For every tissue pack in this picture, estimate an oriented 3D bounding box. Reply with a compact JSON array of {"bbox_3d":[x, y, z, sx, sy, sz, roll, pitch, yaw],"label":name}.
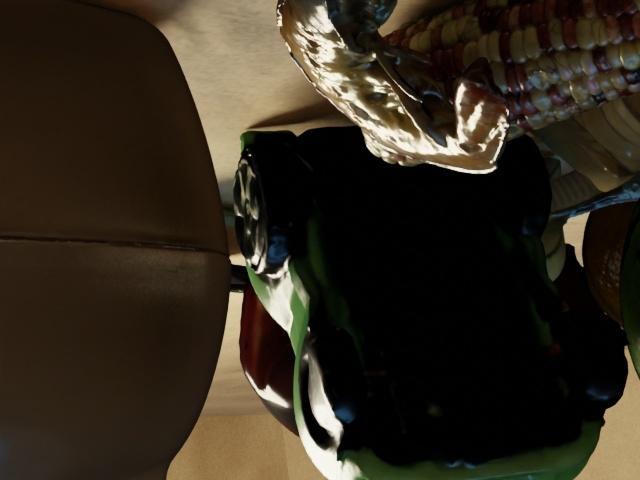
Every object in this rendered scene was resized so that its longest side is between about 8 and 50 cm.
[{"bbox_3d":[-0.244,0.039,0.862,0.387,0.277,0.267,-17,163,39],"label":"tissue pack"}]

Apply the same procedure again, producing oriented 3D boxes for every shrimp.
[{"bbox_3d":[0.039,-0.102,0.755,0.143,0.052,0.251,37,168,10],"label":"shrimp"}]

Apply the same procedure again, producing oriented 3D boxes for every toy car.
[{"bbox_3d":[0.056,0.036,1.080,0.213,0.358,0.176,-6,142,-17],"label":"toy car"}]

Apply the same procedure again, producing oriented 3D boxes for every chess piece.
[{"bbox_3d":[0.199,-0.085,1.025,0.090,0.090,0.200,-5,172,-13],"label":"chess piece"}]

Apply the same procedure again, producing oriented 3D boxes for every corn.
[{"bbox_3d":[0.129,-0.105,0.851,0.253,0.086,0.086,-16,166,35],"label":"corn"}]

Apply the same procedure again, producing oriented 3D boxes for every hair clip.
[{"bbox_3d":[0.178,-0.030,1.243,0.218,0.071,0.159,-21,-153,5],"label":"hair clip"}]

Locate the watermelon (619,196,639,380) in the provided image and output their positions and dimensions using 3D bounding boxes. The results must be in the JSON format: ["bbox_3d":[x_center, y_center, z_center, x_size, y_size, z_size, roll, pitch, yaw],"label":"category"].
[{"bbox_3d":[0.342,0.032,1.044,0.285,0.285,0.285,-7,170,-1],"label":"watermelon"}]

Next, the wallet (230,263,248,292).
[{"bbox_3d":[-0.181,0.034,1.444,0.247,0.041,0.323,0,174,10],"label":"wallet"}]

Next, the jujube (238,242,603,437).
[{"bbox_3d":[0.097,0.075,1.413,0.258,0.258,0.377,-17,171,43],"label":"jujube"}]

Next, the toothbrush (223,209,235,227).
[{"bbox_3d":[-0.034,0.002,1.457,0.042,0.040,0.418,32,-171,24],"label":"toothbrush"}]

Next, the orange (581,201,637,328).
[{"bbox_3d":[0.347,0.007,1.370,0.240,0.171,0.240,-7,168,-1],"label":"orange"}]
